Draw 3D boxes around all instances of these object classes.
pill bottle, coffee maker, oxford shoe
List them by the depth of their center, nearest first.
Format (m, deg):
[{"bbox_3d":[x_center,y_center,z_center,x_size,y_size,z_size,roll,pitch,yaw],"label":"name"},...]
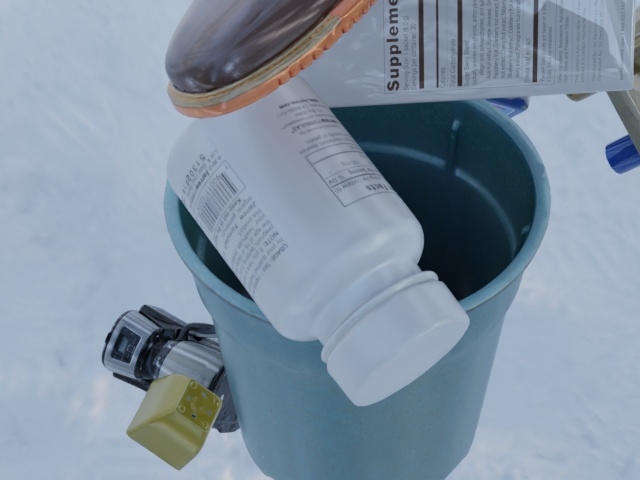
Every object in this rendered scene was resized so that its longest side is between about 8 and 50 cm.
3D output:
[{"bbox_3d":[-0.011,-0.241,0.857,0.133,0.130,0.364,47,62,-39],"label":"oxford shoe"},{"bbox_3d":[0.000,0.000,0.979,0.131,0.131,0.229,-35,71,-6],"label":"pill bottle"},{"bbox_3d":[-0.171,0.171,1.731,0.178,0.171,0.120,25,69,26],"label":"coffee maker"}]

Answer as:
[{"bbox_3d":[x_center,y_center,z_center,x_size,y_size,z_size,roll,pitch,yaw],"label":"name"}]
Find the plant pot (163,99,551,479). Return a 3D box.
[{"bbox_3d":[0.036,0.067,1.303,0.341,0.334,0.341,-1,46,1],"label":"plant pot"}]

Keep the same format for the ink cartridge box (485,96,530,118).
[{"bbox_3d":[0.124,-0.252,1.757,0.151,0.395,0.270,15,73,-19],"label":"ink cartridge box"}]

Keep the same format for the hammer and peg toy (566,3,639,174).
[{"bbox_3d":[0.413,-0.084,1.434,0.127,0.266,0.361,-25,96,37],"label":"hammer and peg toy"}]

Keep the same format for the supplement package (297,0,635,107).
[{"bbox_3d":[0.097,-0.216,1.127,0.292,0.177,0.175,-4,108,-4],"label":"supplement package"}]

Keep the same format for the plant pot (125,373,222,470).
[{"bbox_3d":[-0.159,0.201,1.552,0.081,0.083,0.081,38,49,-15],"label":"plant pot"}]
